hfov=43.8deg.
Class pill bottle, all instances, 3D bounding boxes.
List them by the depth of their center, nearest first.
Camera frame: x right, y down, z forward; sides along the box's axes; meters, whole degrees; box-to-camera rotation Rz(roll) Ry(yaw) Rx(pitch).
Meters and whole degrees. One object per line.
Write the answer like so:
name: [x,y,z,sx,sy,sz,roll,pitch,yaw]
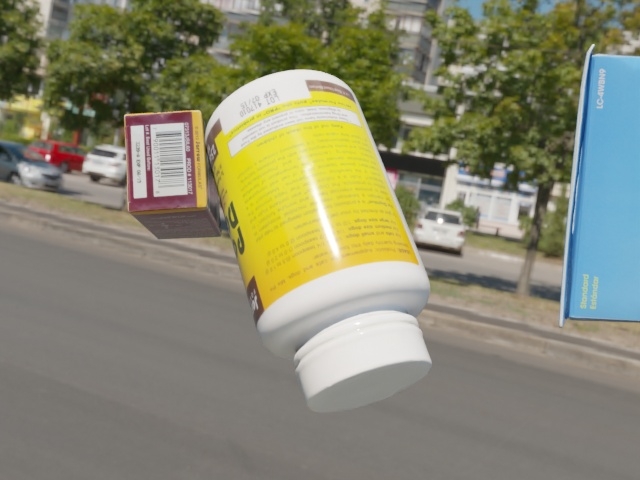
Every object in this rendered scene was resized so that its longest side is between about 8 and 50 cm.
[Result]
pill bottle: [0.000,0.000,0.539,0.117,0.215,0.117,-15,-25,-7]

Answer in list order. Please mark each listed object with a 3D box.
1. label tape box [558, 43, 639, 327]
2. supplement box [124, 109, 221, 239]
label tape box: [0.333,-0.049,0.808,0.115,0.249,0.347,6,5,25]
supplement box: [-0.158,-0.066,0.881,0.080,0.104,0.188,-3,-9,-3]
